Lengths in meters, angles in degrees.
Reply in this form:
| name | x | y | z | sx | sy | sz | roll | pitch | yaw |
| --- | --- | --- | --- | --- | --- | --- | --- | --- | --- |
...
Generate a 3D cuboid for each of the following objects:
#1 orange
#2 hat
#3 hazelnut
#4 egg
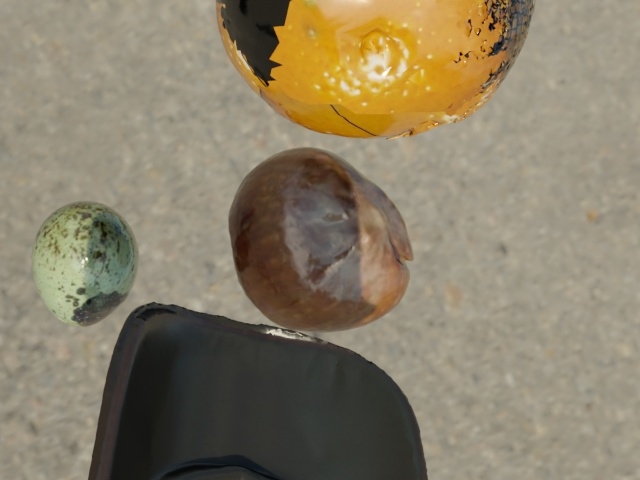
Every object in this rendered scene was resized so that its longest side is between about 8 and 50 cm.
| name | x | y | z | sx | sy | sz | roll | pitch | yaw |
| --- | --- | --- | --- | --- | --- | --- | --- | --- | --- |
| orange | 0.038 | -0.179 | 1.251 | 0.234 | 0.234 | 0.182 | 35 | 27 | -31 |
| hat | -0.061 | 0.212 | 0.923 | 0.238 | 0.209 | 0.336 | 14 | 48 | -19 |
| hazelnut | 0.000 | 0.000 | 1.360 | 0.143 | 0.143 | 0.154 | -35 | 101 | -50 |
| egg | -0.187 | 0.020 | 1.367 | 0.085 | 0.110 | 0.085 | 9 | 28 | -5 |
